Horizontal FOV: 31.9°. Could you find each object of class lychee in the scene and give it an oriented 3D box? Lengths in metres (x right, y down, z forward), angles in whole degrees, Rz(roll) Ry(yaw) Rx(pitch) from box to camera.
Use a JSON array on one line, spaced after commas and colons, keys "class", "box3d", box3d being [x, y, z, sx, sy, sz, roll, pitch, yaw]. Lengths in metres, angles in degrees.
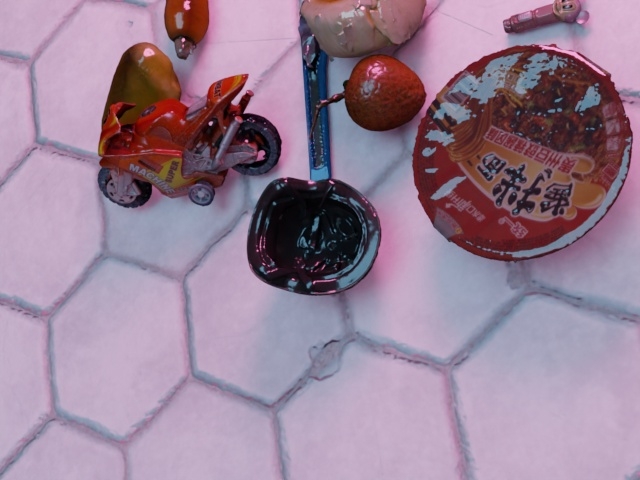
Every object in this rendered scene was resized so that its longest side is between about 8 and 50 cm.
[{"class": "lychee", "box3d": [0.067, -0.191, 1.467, 0.140, 0.101, 0.114, 10, 68, -6]}]

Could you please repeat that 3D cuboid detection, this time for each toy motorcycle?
[{"class": "toy motorcycle", "box3d": [-0.205, -0.134, 1.580, 0.298, 0.171, 0.089, -14, 27, 21]}]

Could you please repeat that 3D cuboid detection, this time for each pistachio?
[{"class": "pistachio", "box3d": [-0.267, -0.209, 1.667, 0.189, 0.100, 0.110, -69, 28, 24]}]

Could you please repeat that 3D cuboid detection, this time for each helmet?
[{"class": "helmet", "box3d": [-0.004, 0.002, 1.466, 0.177, 0.107, 0.153, 10, 78, 11]}]

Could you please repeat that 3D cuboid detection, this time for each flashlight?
[{"class": "flashlight", "box3d": [0.285, -0.288, 1.423, 0.110, 0.031, 0.052, -13, 72, 25]}]

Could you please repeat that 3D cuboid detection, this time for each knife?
[{"class": "knife", "box3d": [-0.005, -0.218, 1.566, 0.044, 0.026, 0.296, -8, 72, 14]}]

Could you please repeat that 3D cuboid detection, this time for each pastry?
[{"class": "pastry", "box3d": [0.056, -0.307, 1.495, 0.166, 0.088, 0.166, -18, 34, 13]}]

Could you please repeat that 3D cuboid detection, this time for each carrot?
[{"class": "carrot", "box3d": [-0.197, -0.423, 1.710, 0.069, 0.069, 0.336, -9, 67, 26]}]

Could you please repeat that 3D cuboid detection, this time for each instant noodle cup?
[{"class": "instant noodle cup", "box3d": [0.251, -0.097, 1.358, 0.274, 0.091, 0.274, -8, 73, 26]}]
